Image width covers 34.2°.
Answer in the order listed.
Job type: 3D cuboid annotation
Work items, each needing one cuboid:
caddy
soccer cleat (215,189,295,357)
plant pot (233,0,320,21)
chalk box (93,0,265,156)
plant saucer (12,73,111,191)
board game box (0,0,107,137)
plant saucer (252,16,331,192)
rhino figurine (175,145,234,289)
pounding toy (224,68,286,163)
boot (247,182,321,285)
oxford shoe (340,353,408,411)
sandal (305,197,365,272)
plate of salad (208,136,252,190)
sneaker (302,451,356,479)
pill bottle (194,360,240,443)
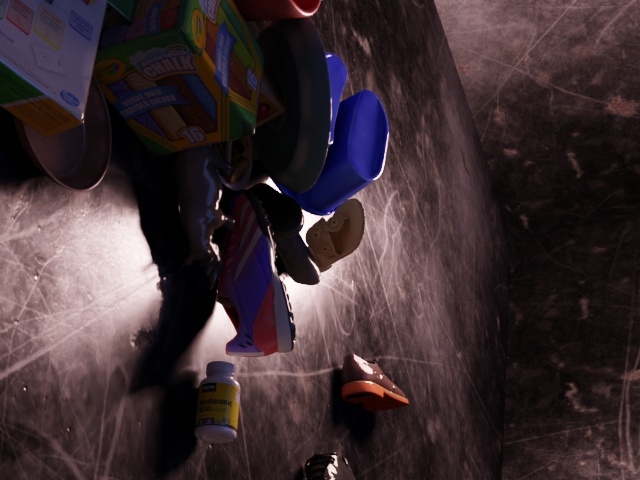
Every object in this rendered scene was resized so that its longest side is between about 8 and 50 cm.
[{"bbox_3d":[-0.007,-0.203,2.040,0.241,0.179,0.341,43,36,-25],"label":"caddy"},{"bbox_3d":[-0.127,0.049,1.728,0.108,0.117,0.318,94,-17,-57],"label":"soccer cleat"},{"bbox_3d":[-0.156,-0.463,1.656,0.275,0.243,0.274,-10,90,-70],"label":"plant pot"},{"bbox_3d":[-0.224,-0.289,1.497,0.289,0.179,0.180,56,31,-48],"label":"chalk box"},{"bbox_3d":[-0.339,-0.158,1.342,0.199,0.036,0.198,-8,90,-69],"label":"plant saucer"},{"bbox_3d":[-0.363,-0.318,1.243,0.242,0.064,0.316,40,44,-44],"label":"board game box"},{"bbox_3d":[-0.064,-0.237,1.773,0.318,0.044,0.317,174,-90,-67],"label":"plant saucer"},{"bbox_3d":[-0.185,-0.042,1.644,0.106,0.073,0.243,23,62,-70],"label":"rhino figurine"},{"bbox_3d":[-0.140,-0.213,1.694,0.130,0.141,0.100,41,23,-54],"label":"pounding toy"},{"bbox_3d":[-0.052,0.008,1.894,0.189,0.076,0.208,50,-16,54],"label":"boot"},{"bbox_3d":[0.124,0.312,2.272,0.271,0.097,0.098,39,40,-60],"label":"oxford shoe"},{"bbox_3d":[0.003,0.006,1.991,0.079,0.240,0.088,-13,69,-31],"label":"sandal"},{"bbox_3d":[-0.155,-0.187,1.819,0.200,0.048,0.199,-9,90,-69],"label":"plate of salad"},{"bbox_3d":[0.000,0.451,1.901,0.286,0.109,0.130,44,34,-72],"label":"sneaker"},{"bbox_3d":[-0.157,0.248,1.602,0.065,0.065,0.116,51,35,-53],"label":"pill bottle"}]
